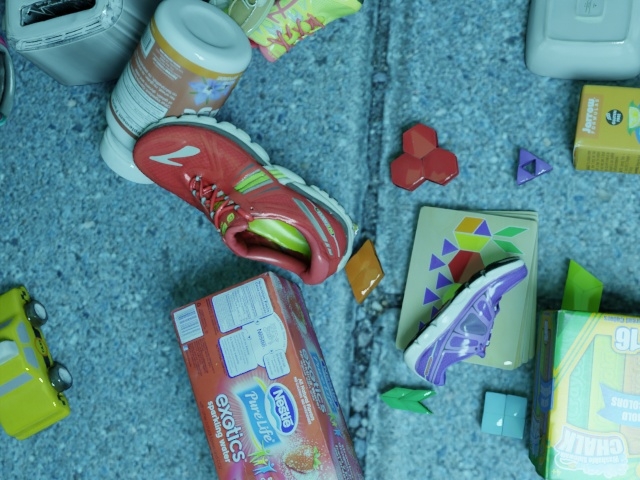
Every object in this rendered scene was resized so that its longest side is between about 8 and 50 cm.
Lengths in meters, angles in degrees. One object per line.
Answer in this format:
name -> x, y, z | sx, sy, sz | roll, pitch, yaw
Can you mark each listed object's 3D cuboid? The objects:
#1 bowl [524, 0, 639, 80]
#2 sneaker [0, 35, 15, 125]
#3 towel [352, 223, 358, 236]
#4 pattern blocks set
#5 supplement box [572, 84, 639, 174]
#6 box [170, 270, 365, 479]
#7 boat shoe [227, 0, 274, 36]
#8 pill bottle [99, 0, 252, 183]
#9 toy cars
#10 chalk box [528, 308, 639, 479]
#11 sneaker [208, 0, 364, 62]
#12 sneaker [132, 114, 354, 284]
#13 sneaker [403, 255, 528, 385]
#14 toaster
bowl -> 0.307, -0.258, 1.029 | 0.142, 0.053, 0.142 | 7, 79, 16
sneaker -> -0.516, -0.177, 1.216 | 0.178, 0.124, 0.296 | 30, 87, 29
towel -> 0.000, 0.000, 1.086 | 0.060, 0.009, 0.083 | 40, 91, 19
pattern blocks set -> 0.169, 0.047, 1.019 | 0.285, 0.026, 0.325 | 17, 84, 19
supplement box -> 0.391, -0.111, 0.962 | 0.233, 0.080, 0.078 | 6, 79, 19
box -> -0.056, 0.179, 1.004 | 0.128, 0.122, 0.257 | -23, 74, 11
boat shoe -> -0.076, -0.317, 1.072 | 0.056, 0.048, 0.153 | 33, 97, 28
pill bottle -> -0.181, -0.172, 1.078 | 0.121, 0.121, 0.216 | 53, 128, 19
toy cars -> -0.418, 0.249, 1.113 | 0.176, 0.087, 0.394 | 12, 83, 18
chalk box -> 0.281, 0.178, 0.888 | 0.132, 0.132, 0.213 | 4, 86, 6
sneaker -> -0.042, -0.268, 1.120 | 0.208, 0.081, 0.094 | -5, 77, 26
sneaker -> -0.092, -0.044, 1.007 | 0.279, 0.118, 0.107 | 28, 127, 3
sneaker -> 0.165, 0.087, 0.974 | 0.071, 0.068, 0.170 | 42, 101, 4
toaster -> -0.289, -0.284, 1.147 | 0.226, 0.146, 0.129 | -7, 78, 20
